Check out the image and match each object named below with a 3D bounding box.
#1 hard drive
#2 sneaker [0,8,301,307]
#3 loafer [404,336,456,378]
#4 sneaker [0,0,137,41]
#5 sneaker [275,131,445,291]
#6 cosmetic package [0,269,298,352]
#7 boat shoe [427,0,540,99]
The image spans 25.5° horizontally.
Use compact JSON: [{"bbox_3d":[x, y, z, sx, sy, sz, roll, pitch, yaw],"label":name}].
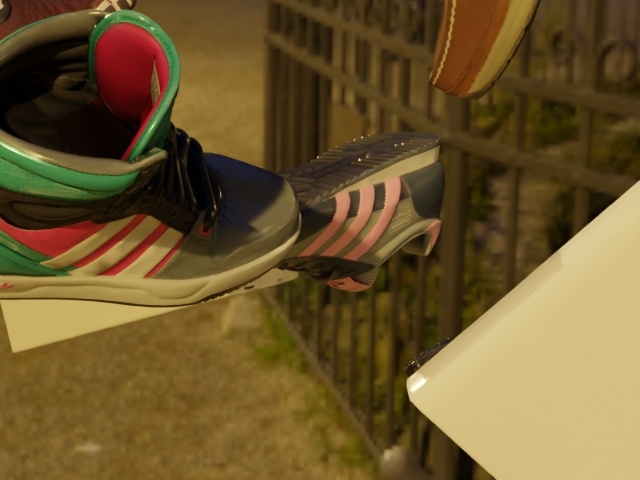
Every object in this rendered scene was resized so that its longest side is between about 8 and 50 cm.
[{"bbox_3d":[0.279,0.084,1.183,0.353,0.233,0.047,-42,21,13],"label":"hard drive"},{"bbox_3d":[-0.108,-0.054,0.856,0.296,0.178,0.123,-3,57,-37],"label":"sneaker"},{"bbox_3d":[0.222,0.197,2.270,0.223,0.078,0.076,-12,-20,-47],"label":"loafer"},{"bbox_3d":[-0.291,-0.242,1.413,0.106,0.162,0.281,-35,20,33],"label":"sneaker"},{"bbox_3d":[0.000,0.000,1.266,0.319,0.131,0.112,-22,23,-36],"label":"sneaker"},{"bbox_3d":[-0.200,0.035,1.607,0.309,0.113,0.160,-15,-1,29],"label":"cosmetic package"},{"bbox_3d":[0.118,-0.254,0.970,0.120,0.324,0.122,17,36,3],"label":"boat shoe"}]
